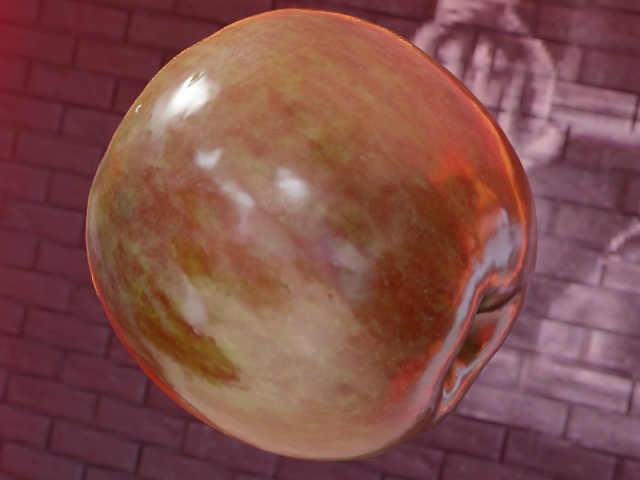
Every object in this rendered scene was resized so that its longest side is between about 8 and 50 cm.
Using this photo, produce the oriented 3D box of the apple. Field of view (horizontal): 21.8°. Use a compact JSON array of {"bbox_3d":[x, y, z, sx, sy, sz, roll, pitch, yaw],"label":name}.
[{"bbox_3d":[0.000,0.000,0.720,0.174,0.188,0.188,35,10,18],"label":"apple"}]
